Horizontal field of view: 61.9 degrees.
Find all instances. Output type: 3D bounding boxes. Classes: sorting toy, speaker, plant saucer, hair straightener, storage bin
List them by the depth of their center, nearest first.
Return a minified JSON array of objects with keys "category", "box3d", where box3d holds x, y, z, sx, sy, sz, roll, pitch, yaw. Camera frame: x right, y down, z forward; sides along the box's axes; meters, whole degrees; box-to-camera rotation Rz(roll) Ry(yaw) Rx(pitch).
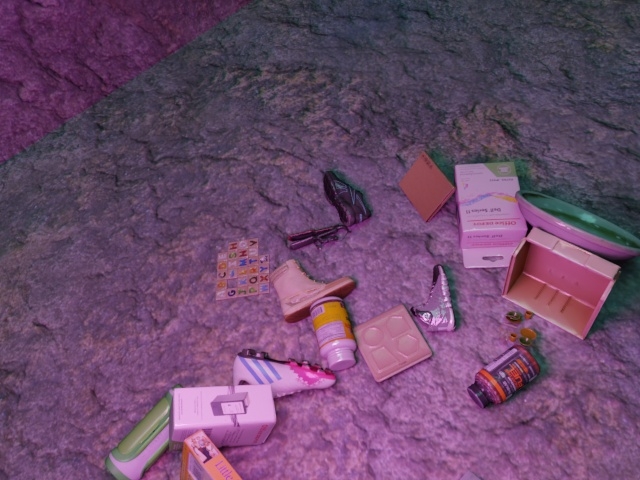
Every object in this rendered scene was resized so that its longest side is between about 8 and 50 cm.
[{"category":"storage bin","box3d":[0.688,0.122,1.545,0.262,0.260,0.123,31,66,28]},{"category":"speaker","box3d":[-0.499,0.584,1.615,0.131,0.131,0.296,34,71,29]},{"category":"plant saucer","box3d":[0.768,-0.028,1.623,0.400,0.401,0.100,33,115,29]},{"category":"sorting toy","box3d":[0.219,0.320,1.667,0.193,0.038,0.208,-26,52,-4]},{"category":"hair straightener","box3d":[0.000,0.000,1.919,0.231,0.047,0.089,-11,57,1]}]

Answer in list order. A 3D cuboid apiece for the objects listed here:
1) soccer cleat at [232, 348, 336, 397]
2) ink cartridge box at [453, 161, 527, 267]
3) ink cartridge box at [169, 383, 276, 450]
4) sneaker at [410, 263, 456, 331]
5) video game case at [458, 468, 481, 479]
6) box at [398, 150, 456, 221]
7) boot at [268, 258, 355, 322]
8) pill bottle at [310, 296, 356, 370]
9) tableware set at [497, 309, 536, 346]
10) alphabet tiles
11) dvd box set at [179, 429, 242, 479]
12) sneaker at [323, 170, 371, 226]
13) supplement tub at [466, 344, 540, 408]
[{"category":"soccer cleat","box3d":[-0.116,0.432,1.644,0.332,0.116,0.143,9,83,16]},{"category":"ink cartridge box","box3d":[0.565,-0.089,1.785,0.207,0.119,0.353,-3,58,8]},{"category":"ink cartridge box","box3d":[-0.282,0.502,1.511,0.273,0.198,0.114,3,52,-19]},{"category":"sneaker","box3d":[0.346,0.184,1.691,0.132,0.086,0.228,-10,58,10]},{"category":"video game case","box3d":[0.410,0.699,1.265,0.270,0.244,0.061,34,108,29]},{"category":"box","box3d":[0.374,-0.192,1.894,0.021,0.164,0.201,2,45,-39]},{"category":"boot","box3d":[-0.033,0.139,1.806,0.262,0.095,0.203,-28,55,0]},{"category":"pill bottle","box3d":[0.043,0.292,1.673,0.117,0.117,0.214,-17,56,2]},{"category":"tableware set","box3d":[0.593,0.254,1.583,0.104,0.024,0.154,20,36,24]},{"category":"alphabet tiles","box3d":[-0.282,0.099,1.939,0.198,0.009,0.237,-9,57,8]},{"category":"dvd box set","box3d":[-0.217,0.730,1.361,0.062,0.307,0.420,-23,48,-40]},{"category":"sneaker","box3d":[0.092,-0.159,1.977,0.106,0.101,0.267,-15,55,-20]},{"category":"supplement tub","box3d":[0.513,0.390,1.508,0.198,0.106,0.106,-34,57,-8]}]
